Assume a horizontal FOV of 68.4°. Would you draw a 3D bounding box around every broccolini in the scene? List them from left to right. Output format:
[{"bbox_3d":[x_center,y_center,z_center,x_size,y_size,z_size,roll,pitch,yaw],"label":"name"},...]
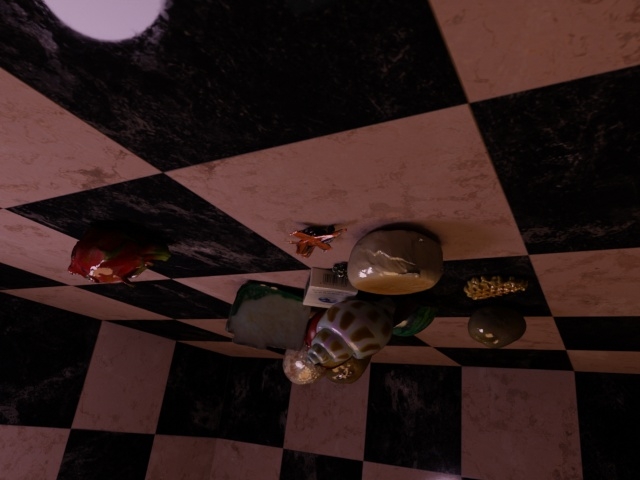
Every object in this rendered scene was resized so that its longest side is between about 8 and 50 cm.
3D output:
[{"bbox_3d":[0.153,0.125,1.521,0.254,0.058,0.071,19,-161,-20],"label":"broccolini"}]

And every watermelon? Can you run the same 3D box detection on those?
[{"bbox_3d":[0.314,0.294,1.697,0.231,0.128,0.146,-42,171,14],"label":"watermelon"}]

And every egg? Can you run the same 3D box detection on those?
[{"bbox_3d":[-0.056,0.510,2.019,0.245,0.203,0.203,-44,135,19],"label":"egg"}]

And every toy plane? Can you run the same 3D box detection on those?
[{"bbox_3d":[0.000,-0.010,1.231,0.135,0.062,0.188,24,139,-37],"label":"toy plane"}]

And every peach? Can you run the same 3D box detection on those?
[{"bbox_3d":[0.082,0.341,1.866,0.361,0.201,0.258,-31,150,-15],"label":"peach"}]

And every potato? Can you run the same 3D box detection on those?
[{"bbox_3d":[0.641,0.310,1.708,0.235,0.160,0.177,14,180,-43],"label":"potato"}]

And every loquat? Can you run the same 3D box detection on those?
[{"bbox_3d":[0.118,0.510,2.185,0.275,0.284,0.276,1,134,1],"label":"loquat"}]

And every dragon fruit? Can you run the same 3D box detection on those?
[{"bbox_3d":[-0.610,0.055,1.430,0.200,0.198,0.269,-27,156,38],"label":"dragon fruit"}]

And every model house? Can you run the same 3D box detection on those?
[{"bbox_3d":[-0.216,0.313,1.883,0.298,0.243,0.284,15,166,-8],"label":"model house"}]

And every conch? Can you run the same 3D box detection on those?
[{"bbox_3d":[0.109,0.306,1.606,0.367,0.197,0.249,-5,164,-16],"label":"conch"}]

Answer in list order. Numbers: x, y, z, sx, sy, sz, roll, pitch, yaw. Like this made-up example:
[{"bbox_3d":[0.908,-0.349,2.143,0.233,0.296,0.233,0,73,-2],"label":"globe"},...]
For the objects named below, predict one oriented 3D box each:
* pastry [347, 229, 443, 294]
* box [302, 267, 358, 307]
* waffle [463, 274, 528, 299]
[{"bbox_3d":[0.197,0.062,1.234,0.264,0.133,0.265,5,159,2],"label":"pastry"},{"bbox_3d":[0.032,0.175,1.659,0.164,0.069,0.256,8,158,-4],"label":"box"},{"bbox_3d":[0.544,0.149,1.466,0.191,0.046,0.160,-4,154,26],"label":"waffle"}]
